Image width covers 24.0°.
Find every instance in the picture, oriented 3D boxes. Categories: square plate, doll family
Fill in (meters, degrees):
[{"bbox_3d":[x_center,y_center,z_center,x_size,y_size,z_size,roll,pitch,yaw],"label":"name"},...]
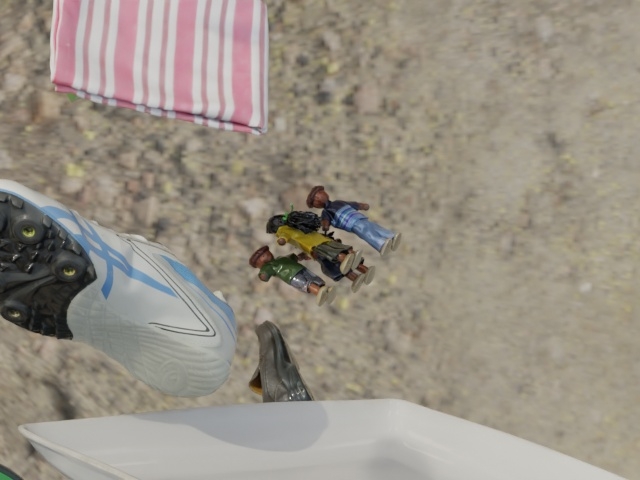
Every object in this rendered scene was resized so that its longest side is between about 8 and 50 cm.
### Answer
[{"bbox_3d":[0.034,0.169,0.971,0.344,0.347,0.049,1,99,-39],"label":"square plate"},{"bbox_3d":[0.000,0.000,1.555,0.193,0.111,0.076,-14,128,-61],"label":"doll family"}]

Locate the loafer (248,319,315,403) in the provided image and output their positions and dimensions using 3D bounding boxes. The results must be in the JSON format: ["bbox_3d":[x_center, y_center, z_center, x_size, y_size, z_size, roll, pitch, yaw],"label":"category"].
[{"bbox_3d":[-0.056,0.149,1.709,0.061,0.170,0.062,-28,120,0],"label":"loafer"}]

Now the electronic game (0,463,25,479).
[{"bbox_3d":[-0.254,0.265,1.060,0.229,0.048,0.229,24,60,-53],"label":"electronic game"}]

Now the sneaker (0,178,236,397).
[{"bbox_3d":[-0.141,0.023,0.957,0.237,0.085,0.086,40,34,-44],"label":"sneaker"}]

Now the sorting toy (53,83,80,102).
[{"bbox_3d":[-0.166,-0.213,1.541,0.196,0.348,0.047,-27,90,-27],"label":"sorting toy"}]

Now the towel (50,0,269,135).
[{"bbox_3d":[-0.133,-0.171,1.297,0.197,0.029,0.144,11,58,-21],"label":"towel"}]
